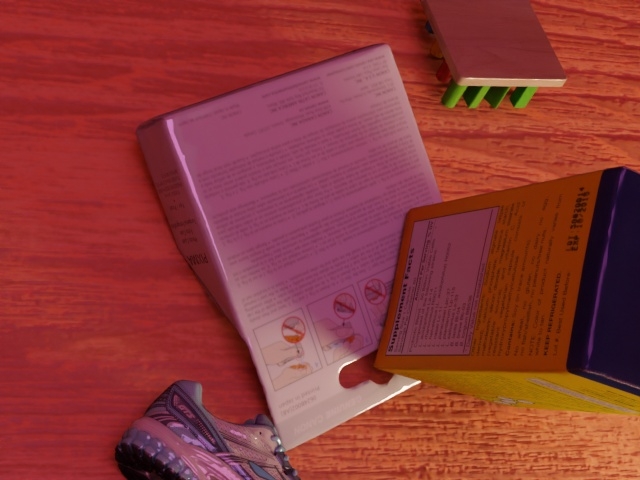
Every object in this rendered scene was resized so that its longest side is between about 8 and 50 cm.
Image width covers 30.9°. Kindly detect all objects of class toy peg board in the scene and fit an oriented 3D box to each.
[{"bbox_3d":[0.208,-0.244,1.500,0.161,0.079,0.161,-3,56,-26],"label":"toy peg board"}]

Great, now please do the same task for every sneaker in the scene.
[{"bbox_3d":[-0.060,0.242,1.168,0.283,0.110,0.122,37,57,-8],"label":"sneaker"}]

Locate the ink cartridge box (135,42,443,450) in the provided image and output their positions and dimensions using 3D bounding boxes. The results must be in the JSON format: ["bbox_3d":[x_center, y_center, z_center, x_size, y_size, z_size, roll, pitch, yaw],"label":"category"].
[{"bbox_3d":[0.000,0.000,1.321,0.308,0.091,0.385,-23,98,-30],"label":"ink cartridge box"}]

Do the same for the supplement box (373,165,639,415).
[{"bbox_3d":[0.242,0.065,1.196,0.195,0.356,0.194,20,76,-26],"label":"supplement box"}]
